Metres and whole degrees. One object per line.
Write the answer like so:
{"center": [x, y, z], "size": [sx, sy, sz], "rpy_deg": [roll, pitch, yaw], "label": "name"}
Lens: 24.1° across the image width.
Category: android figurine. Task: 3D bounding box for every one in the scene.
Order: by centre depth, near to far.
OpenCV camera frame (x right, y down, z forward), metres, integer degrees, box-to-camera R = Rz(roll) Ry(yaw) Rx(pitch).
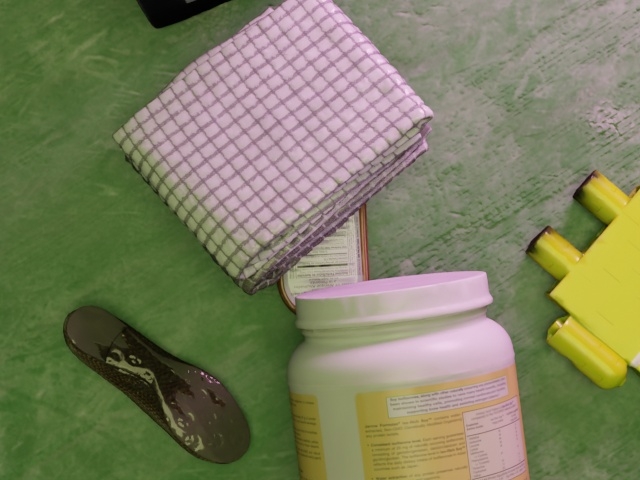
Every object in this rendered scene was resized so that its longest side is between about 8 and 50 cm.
{"center": [0.370, 0.054, 1.674], "size": [0.273, 0.056, 0.248], "rpy_deg": [42, 89, 3], "label": "android figurine"}

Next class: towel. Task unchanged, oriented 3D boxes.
{"center": [-0.045, -0.111, 1.623], "size": [0.284, 0.121, 0.235], "rpy_deg": [-40, 67, -5], "label": "towel"}

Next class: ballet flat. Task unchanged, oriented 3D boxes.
{"center": [-0.185, 0.162, 1.676], "size": [0.250, 0.058, 0.084], "rpy_deg": [37, 67, -5], "label": "ballet flat"}

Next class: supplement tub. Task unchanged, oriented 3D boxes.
{"center": [0.093, 0.209, 1.570], "size": [0.241, 0.241, 0.331], "rpy_deg": [-7, 92, 0], "label": "supplement tub"}

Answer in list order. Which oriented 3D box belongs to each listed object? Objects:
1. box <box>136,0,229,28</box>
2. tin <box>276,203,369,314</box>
{"center": [-0.167, -0.460, 1.567], "size": [0.212, 0.293, 0.395], "rpy_deg": [-23, 89, -1], "label": "box"}
{"center": [0.000, 0.000, 1.685], "size": [0.106, 0.040, 0.189], "rpy_deg": [-3, 89, 4], "label": "tin"}
